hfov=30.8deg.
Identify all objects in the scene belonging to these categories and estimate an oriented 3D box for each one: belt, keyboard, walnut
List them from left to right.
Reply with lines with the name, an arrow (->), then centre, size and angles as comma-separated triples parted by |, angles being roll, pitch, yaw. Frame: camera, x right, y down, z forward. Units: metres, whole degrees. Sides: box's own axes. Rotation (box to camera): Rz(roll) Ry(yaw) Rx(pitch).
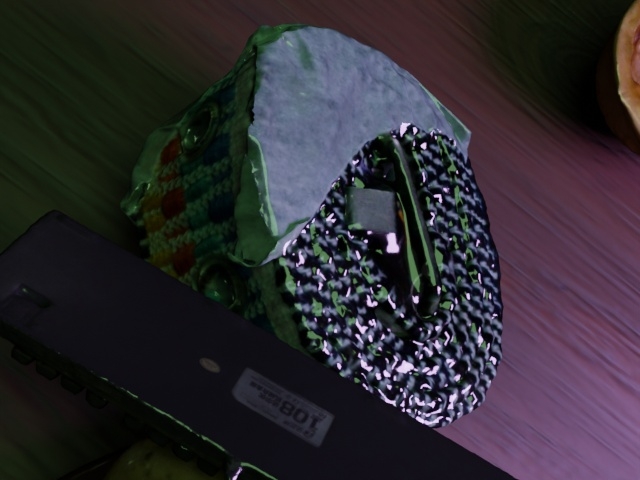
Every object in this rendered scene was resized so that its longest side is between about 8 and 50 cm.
keyboard -> -0.024, 0.092, 0.571 | 0.317, 0.027, 0.106 | 31, 35, 2
belt -> 0.000, 0.000, 0.713 | 0.207, 0.150, 0.258 | -8, 78, -46
walnut -> 0.293, -0.127, 0.919 | 0.211, 0.087, 0.167 | -15, 87, -23

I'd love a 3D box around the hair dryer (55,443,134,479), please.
hair dryer -> -0.121, 0.204, 0.666 | 0.340, 0.123, 0.313 | -19, 93, -36

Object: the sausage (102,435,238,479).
sausage -> 0.100, 0.247, 0.643 | 0.500, 0.123, 0.136 | 34, 59, -13
